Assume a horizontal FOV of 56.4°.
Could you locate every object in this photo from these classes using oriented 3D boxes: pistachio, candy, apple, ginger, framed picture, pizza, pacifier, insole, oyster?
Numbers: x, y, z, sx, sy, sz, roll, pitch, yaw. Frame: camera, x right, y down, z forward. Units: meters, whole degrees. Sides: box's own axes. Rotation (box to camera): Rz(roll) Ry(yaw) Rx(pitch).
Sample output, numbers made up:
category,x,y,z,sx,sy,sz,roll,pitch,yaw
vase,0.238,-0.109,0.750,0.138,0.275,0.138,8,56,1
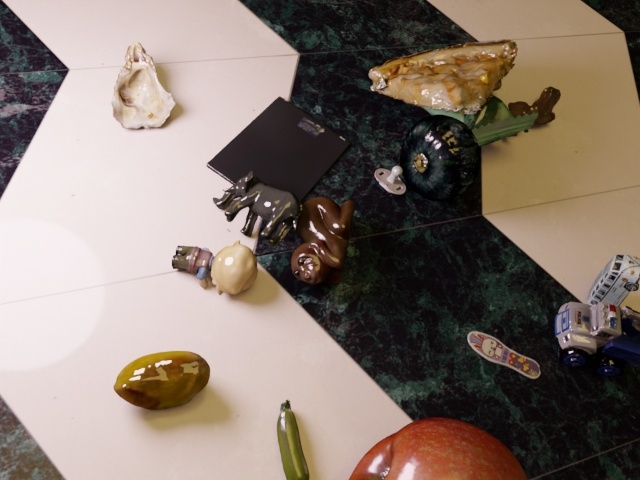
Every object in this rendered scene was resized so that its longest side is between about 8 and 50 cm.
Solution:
category,x,y,z,sx,sy,sz,roll,pitch,yaw
pistachio,-0.318,0.279,1.211,0.190,0.100,0.110,-13,41,-12
candy,0.400,-0.408,1.776,0.263,0.172,0.398,-20,53,-28
apple,0.198,0.484,1.069,0.277,0.348,0.348,41,58,-3
ginger,0.658,-0.404,1.893,0.290,0.084,0.122,-28,48,-23
framed picture,-0.106,-0.235,1.625,0.255,0.014,0.338,34,58,7
pizza,0.336,-0.488,1.740,0.392,0.080,0.435,10,38,30
pacifier,0.199,-0.173,1.627,0.099,0.078,0.081,42,46,13
insole,0.448,0.280,1.457,0.197,0.004,0.065,28,57,4
oyster,-0.480,-0.403,1.593,0.162,0.107,0.232,-6,79,-23

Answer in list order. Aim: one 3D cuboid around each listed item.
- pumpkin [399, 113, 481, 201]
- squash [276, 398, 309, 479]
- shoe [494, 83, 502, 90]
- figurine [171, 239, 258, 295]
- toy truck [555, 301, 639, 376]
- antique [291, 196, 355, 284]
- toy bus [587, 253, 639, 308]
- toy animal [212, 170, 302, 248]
category,x,y,z,sx,sy,sz,roll,pitch,yaw
pumpkin,0.316,-0.221,1.595,0.163,0.233,0.233,-20,66,-29
squash,-0.060,0.417,1.217,0.052,0.052,0.183,-4,62,-17
shoe,0.554,-0.528,1.933,0.069,0.072,0.109,-1,30,19
figurine,-0.242,0.059,1.372,0.196,0.108,0.114,5,46,9
toy truck,0.691,0.222,1.453,0.213,0.177,0.161,17,58,-5
antique,0.000,0.000,1.447,0.144,0.121,0.256,9,57,0
toy bus,0.756,0.110,1.532,0.089,0.193,0.087,24,56,16
toy animal,-0.151,-0.079,1.458,0.245,0.114,0.146,26,74,15
